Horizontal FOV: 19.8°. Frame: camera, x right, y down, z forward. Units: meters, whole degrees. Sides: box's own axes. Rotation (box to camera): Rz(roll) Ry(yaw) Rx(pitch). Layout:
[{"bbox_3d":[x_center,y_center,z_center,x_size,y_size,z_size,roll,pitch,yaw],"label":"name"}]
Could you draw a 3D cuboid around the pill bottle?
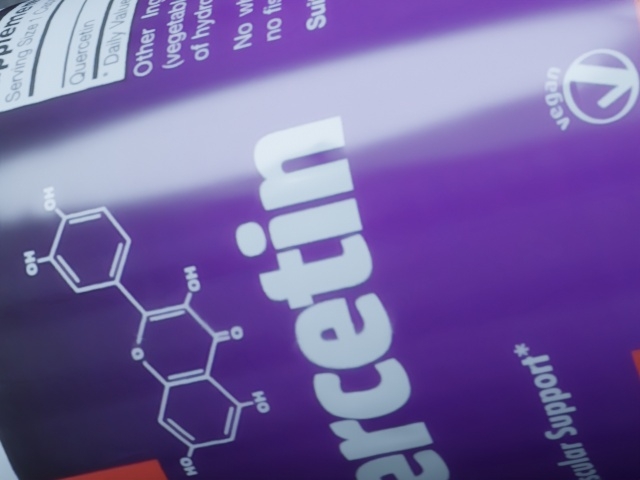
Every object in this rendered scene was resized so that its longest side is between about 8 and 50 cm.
[{"bbox_3d":[0.000,0.000,0.535,0.323,0.181,0.181,-14,63,16],"label":"pill bottle"}]
